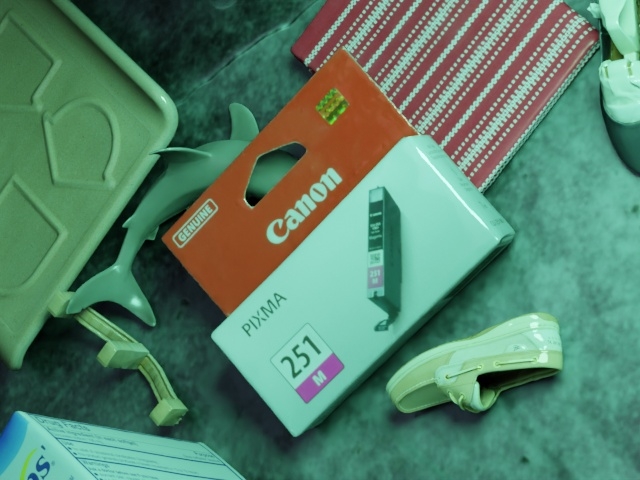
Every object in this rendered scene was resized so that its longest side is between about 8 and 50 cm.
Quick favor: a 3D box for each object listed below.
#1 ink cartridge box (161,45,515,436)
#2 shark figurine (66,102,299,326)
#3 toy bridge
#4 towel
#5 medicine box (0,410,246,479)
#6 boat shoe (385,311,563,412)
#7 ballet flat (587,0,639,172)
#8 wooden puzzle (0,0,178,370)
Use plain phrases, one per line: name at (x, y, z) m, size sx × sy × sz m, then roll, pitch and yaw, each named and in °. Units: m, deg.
ink cartridge box at (0.000, 0.000, 1.573) m, size 0.275 × 0.060 × 0.239 m, roll -45°, pitch 79°, yaw 20°
shark figurine at (-0.146, -0.045, 1.706) m, size 0.278 × 0.116 × 0.166 m, roll -33°, pitch 60°, yaw 21°
toy bridge at (-0.197, 0.115, 1.729) m, size 0.188 × 0.063 × 0.026 m, roll 43°, pitch 105°, yaw 25°
towel at (0.111, -0.183, 1.611) m, size 0.275 × 0.031 × 0.199 m, roll 44°, pitch 102°, yaw 32°
medicine box at (-0.134, 0.297, 1.517) m, size 0.289 × 0.263 × 0.149 m, roll 36°, pitch 99°, yaw 36°
boat shoe at (0.133, 0.119, 1.499) m, size 0.170 × 0.063 × 0.059 m, roll -27°, pitch 58°, yaw 26°
ballet flat at (0.262, -0.159, 1.474) m, size 0.074 × 0.074 × 0.203 m, roll -9°, pitch 73°, yaw 33°
wooden puzzle at (-0.311, -0.084, 1.859) m, size 0.322 × 0.080 × 0.348 m, roll 44°, pitch 109°, yaw 35°
